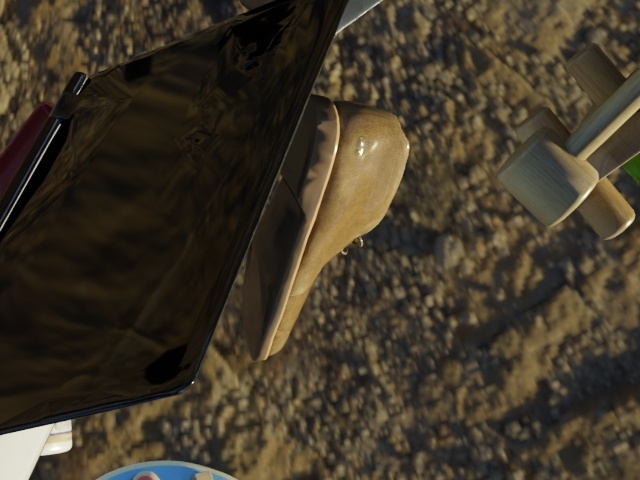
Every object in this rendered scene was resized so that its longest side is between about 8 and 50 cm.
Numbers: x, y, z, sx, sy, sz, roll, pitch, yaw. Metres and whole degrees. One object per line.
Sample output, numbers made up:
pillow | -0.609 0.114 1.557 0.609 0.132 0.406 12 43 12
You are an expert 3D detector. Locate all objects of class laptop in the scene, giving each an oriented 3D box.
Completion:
laptop | -0.133 0.060 1.077 0.236 0.382 0.408 12 138 10

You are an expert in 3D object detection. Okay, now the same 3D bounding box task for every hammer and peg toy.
hammer and peg toy | 0.294 -0.120 1.233 0.266 0.361 0.127 -38 95 32

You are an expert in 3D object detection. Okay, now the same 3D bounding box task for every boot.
boot | 0.000 0.000 1.464 0.115 0.112 0.305 3 127 -25

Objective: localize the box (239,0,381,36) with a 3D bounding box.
box | -0.019 -0.452 1.539 0.293 0.212 0.395 -36 121 -7

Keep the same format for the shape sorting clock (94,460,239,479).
shape sorting clock | -0.088 0.239 0.964 0.206 0.206 0.040 23 146 -18

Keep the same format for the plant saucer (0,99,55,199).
plant saucer | -0.296 -0.004 1.514 0.048 0.259 0.258 39 84 -34

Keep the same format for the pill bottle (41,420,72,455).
pill bottle | -0.335 0.144 1.658 0.112 0.112 0.187 -3 86 -6
